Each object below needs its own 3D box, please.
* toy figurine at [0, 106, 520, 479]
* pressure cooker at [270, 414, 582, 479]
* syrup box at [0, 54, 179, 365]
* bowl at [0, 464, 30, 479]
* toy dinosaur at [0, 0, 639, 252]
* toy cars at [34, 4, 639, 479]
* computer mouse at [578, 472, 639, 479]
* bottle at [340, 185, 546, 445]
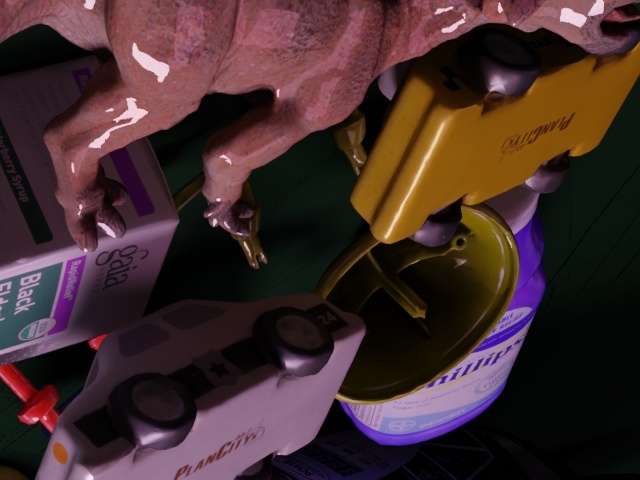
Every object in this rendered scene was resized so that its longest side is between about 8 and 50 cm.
[{"bbox_3d":[-0.087,0.066,1.067,0.362,0.191,0.217,-43,-167,-3],"label":"toy figurine"},{"bbox_3d":[-0.007,0.330,1.350,0.420,0.375,0.370,-8,153,-40],"label":"pressure cooker"},{"bbox_3d":[-0.188,0.007,0.826,0.237,0.096,0.093,-15,155,-25],"label":"syrup box"},{"bbox_3d":[-0.286,0.276,1.212,0.289,0.156,0.289,-23,157,-10],"label":"bowl"},{"bbox_3d":[-0.031,-0.105,0.733,0.295,0.127,0.200,-3,148,-37],"label":"toy dinosaur"},{"bbox_3d":[0.000,0.000,0.890,0.394,0.087,0.176,-45,158,-11],"label":"toy cars"},{"bbox_3d":[0.236,0.264,1.765,0.272,0.188,0.072,-15,165,-1],"label":"computer mouse"},{"bbox_3d":[0.074,0.029,1.160,0.118,0.092,0.283,-22,157,-17],"label":"bottle"}]
